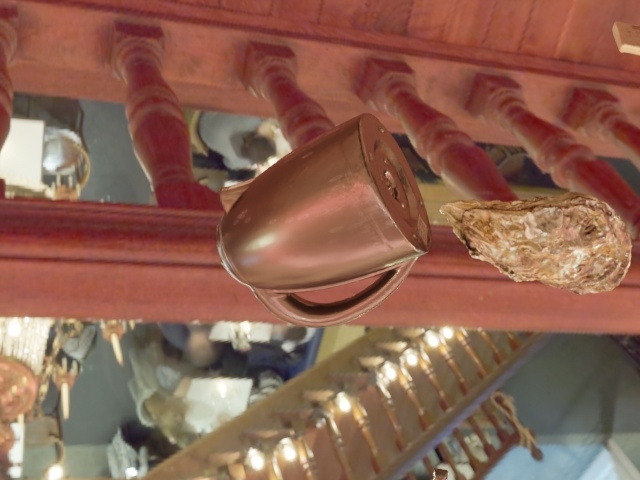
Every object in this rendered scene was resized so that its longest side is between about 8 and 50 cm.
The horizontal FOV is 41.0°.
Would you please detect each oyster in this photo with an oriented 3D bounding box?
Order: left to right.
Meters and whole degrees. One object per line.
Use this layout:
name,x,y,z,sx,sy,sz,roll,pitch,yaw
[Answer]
oyster,0.365,-0.007,1.423,0.351,0.158,0.162,13,80,-15

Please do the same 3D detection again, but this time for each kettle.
kettle,0.000,0.000,1.214,0.290,0.207,0.268,-25,109,20

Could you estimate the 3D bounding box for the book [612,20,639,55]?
book,0.647,-0.309,1.418,0.310,0.217,0.021,14,115,10

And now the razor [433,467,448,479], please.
razor,0.139,0.376,1.064,0.066,0.033,0.190,6,95,11
